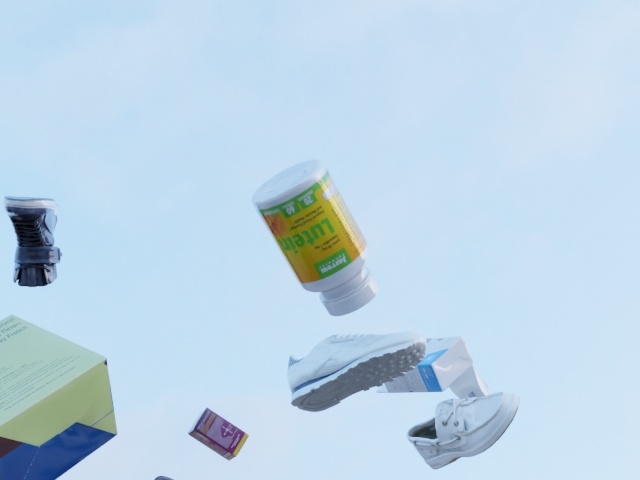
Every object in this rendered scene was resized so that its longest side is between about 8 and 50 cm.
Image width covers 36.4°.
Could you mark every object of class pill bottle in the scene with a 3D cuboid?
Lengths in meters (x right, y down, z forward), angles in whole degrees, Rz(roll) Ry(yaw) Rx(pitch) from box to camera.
[{"bbox_3d":[0.000,0.000,1.627,0.136,0.136,0.246,-23,-71,21],"label":"pill bottle"}]

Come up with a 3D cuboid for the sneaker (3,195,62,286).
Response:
[{"bbox_3d":[-0.532,0.003,1.792,0.086,0.164,0.226,5,-6,-1],"label":"sneaker"}]

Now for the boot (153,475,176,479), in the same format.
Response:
[{"bbox_3d":[-0.204,0.400,1.540,0.106,0.037,0.114,35,-31,-12],"label":"boot"}]

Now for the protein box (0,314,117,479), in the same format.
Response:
[{"bbox_3d":[-0.423,0.228,1.323,0.201,0.199,0.136,17,-57,31],"label":"protein box"}]

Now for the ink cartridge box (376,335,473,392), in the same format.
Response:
[{"bbox_3d":[0.181,0.233,1.818,0.180,0.104,0.060,-12,-72,49],"label":"ink cartridge box"}]

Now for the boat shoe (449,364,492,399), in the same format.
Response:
[{"bbox_3d":[0.299,0.289,1.901,0.066,0.184,0.063,-41,-14,7],"label":"boat shoe"}]

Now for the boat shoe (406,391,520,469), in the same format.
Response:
[{"bbox_3d":[0.244,0.328,1.739,0.096,0.098,0.277,39,-43,-6],"label":"boat shoe"}]

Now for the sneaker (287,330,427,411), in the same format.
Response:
[{"bbox_3d":[0.050,0.179,1.494,0.235,0.095,0.090,-23,-42,17],"label":"sneaker"}]

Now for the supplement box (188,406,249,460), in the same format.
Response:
[{"bbox_3d":[-0.164,0.312,1.564,0.083,0.043,0.055,34,-26,-4],"label":"supplement box"}]
